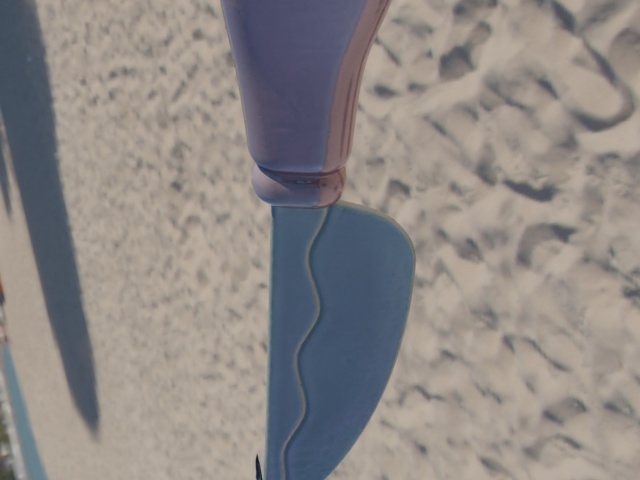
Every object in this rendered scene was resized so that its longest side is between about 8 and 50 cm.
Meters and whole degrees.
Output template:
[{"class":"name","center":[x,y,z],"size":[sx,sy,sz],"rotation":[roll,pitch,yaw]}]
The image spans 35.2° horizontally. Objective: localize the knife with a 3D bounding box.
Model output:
[{"class":"knife","center":[0.003,0.000,0.457],"size":[0.043,0.081,0.336],"rotation":[-89,-2,-54]}]
